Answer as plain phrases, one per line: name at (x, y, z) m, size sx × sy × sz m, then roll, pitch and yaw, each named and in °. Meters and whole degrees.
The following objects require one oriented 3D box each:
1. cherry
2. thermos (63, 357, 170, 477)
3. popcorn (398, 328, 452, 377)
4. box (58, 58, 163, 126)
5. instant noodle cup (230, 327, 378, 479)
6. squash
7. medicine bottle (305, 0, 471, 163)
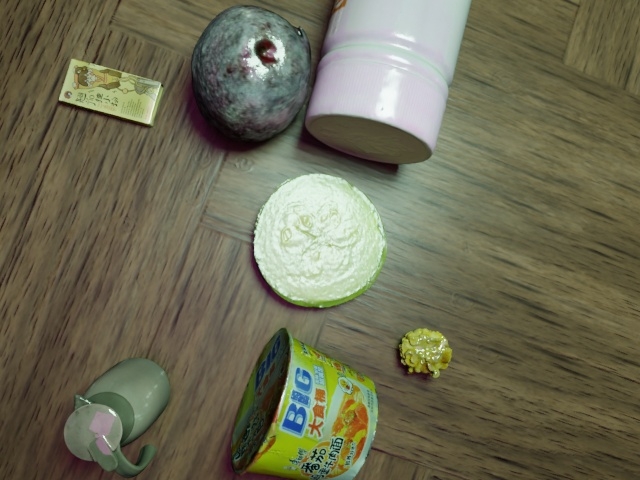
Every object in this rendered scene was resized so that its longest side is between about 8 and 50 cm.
cherry at (-0.101, -0.243, 0.680) m, size 0.195 × 0.195 × 0.195 m, roll 0°, pitch 86°, yaw -7°
thermos at (-0.265, 0.242, 0.624) m, size 0.105 × 0.193 × 0.137 m, roll -26°, pitch 90°, yaw -9°
popcorn at (0.167, 0.181, 0.747) m, size 0.082 × 0.057 × 0.083 m, roll 35°, pitch 86°, yaw -2°
box at (-0.332, -0.234, 0.734) m, size 0.149 × 0.020 × 0.073 m, roll 13°, pitch 85°, yaw -5°
instant noodle cup at (-0.022, 0.249, 0.660) m, size 0.153 × 0.205 × 0.204 m, roll 26°, pitch 83°, yaw -14°
squash at (0.000, 0.000, 0.747) m, size 0.219 × 0.041 × 0.219 m, roll 0°, pitch 86°, yaw -7°
medicine bottle at (0.107, -0.295, 0.699) m, size 0.202 × 0.202 × 0.315 m, roll 16°, pitch 84°, yaw -5°
